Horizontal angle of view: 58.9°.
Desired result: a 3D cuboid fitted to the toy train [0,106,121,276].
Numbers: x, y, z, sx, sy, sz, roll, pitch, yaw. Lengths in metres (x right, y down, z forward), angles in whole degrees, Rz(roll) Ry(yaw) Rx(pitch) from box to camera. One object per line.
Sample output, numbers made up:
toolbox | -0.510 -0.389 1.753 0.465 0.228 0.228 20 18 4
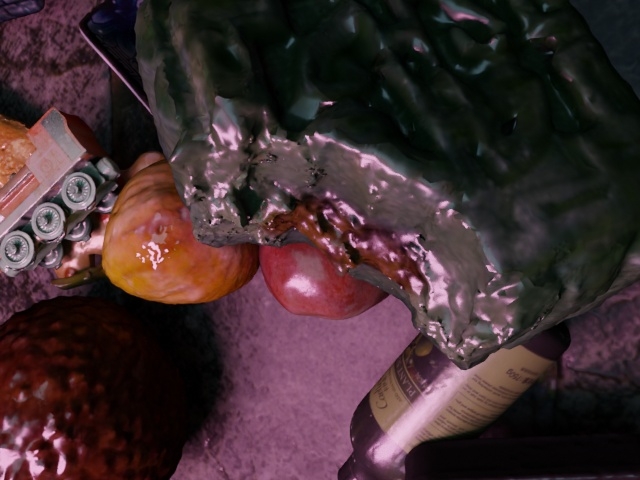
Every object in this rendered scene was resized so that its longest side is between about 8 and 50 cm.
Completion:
toy train | -0.301 -0.046 0.620 0.176 0.074 0.118 -41 82 8

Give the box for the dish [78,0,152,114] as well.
dish | -0.094 -0.169 0.572 0.182 0.080 0.243 -39 76 -13

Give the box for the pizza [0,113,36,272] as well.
pizza | -0.417 -0.075 0.730 0.204 0.080 0.188 36 92 5

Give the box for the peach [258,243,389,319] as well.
peach | 0.000 0.000 0.538 0.152 0.152 0.152 2 96 22

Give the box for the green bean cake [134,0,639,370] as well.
green bean cake | 0.052 -0.063 0.401 0.300 0.169 0.308 -20 70 -13

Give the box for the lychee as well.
lychee | -0.267 0.187 0.613 0.260 0.260 0.260 2 96 22

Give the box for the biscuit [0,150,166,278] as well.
biscuit | -0.285 -0.022 0.668 0.234 0.030 0.153 -5 93 1

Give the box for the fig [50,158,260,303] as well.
fig | -0.189 0.011 0.604 0.257 0.159 0.159 -20 88 20

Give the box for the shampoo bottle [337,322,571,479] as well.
shampoo bottle | 0.099 0.157 0.529 0.101 0.101 0.284 41 109 14

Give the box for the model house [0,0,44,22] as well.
model house | -0.430 -0.367 0.673 0.261 0.226 0.241 1 133 26

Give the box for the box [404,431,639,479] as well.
box | 0.195 0.330 0.482 0.211 0.058 0.350 -7 104 11
